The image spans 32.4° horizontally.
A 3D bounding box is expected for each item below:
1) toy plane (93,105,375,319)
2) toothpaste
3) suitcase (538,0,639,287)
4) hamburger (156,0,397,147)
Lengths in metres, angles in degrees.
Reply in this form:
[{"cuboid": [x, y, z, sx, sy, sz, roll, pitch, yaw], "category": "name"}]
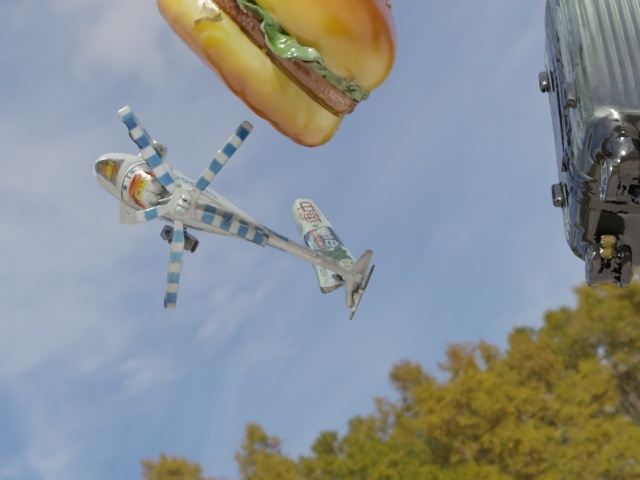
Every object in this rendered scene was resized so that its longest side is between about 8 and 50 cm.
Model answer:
[{"cuboid": [-0.082, -0.027, 1.053, 0.273, 0.107, 0.182, 4, -81, -21], "category": "toy plane"}, {"cuboid": [0.000, 0.000, 1.421, 0.060, 0.233, 0.038, -18, -59, -7], "category": "toothpaste"}, {"cuboid": [0.260, -0.099, 0.755, 0.202, 0.312, 0.128, 2, -51, 6], "category": "suitcase"}, {"cuboid": [-0.029, -0.218, 1.049, 0.170, 0.246, 0.246, -45, -29, 10], "category": "hamburger"}]
